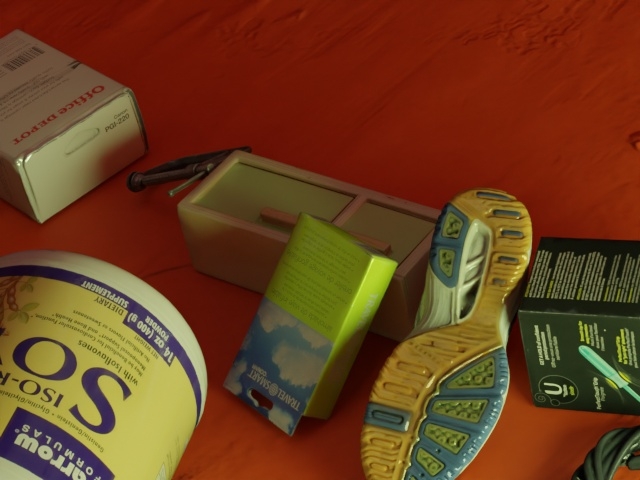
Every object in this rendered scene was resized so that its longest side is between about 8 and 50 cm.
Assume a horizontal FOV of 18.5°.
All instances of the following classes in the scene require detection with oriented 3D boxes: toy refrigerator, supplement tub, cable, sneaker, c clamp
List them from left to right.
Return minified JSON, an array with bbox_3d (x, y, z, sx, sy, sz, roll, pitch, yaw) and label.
[{"bbox_3d":[-0.252,0.194,1.608,0.241,0.241,0.331,3,42,20],"label":"supplement tub"},{"bbox_3d":[-0.144,-0.073,2.017,0.137,0.022,0.160,-27,13,-33],"label":"c clamp"},{"bbox_3d":[0.000,0.000,1.886,0.269,0.094,0.102,19,48,33],"label":"toy refrigerator"},{"bbox_3d":[0.122,0.106,1.723,0.112,0.131,0.296,19,70,13],"label":"sneaker"},{"bbox_3d":[0.289,0.216,1.586,0.150,0.047,0.184,-32,39,-29],"label":"cable"}]

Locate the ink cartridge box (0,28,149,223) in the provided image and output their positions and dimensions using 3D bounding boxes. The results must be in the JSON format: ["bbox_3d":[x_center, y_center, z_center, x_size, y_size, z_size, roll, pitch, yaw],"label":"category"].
[{"bbox_3d":[-0.316,-0.128,2.136,0.158,0.092,0.218,-36,42,-26],"label":"ink cartridge box"}]

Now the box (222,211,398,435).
[{"bbox_3d":[-0.010,0.077,1.773,0.109,0.042,0.178,32,101,42],"label":"box"}]

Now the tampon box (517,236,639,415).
[{"bbox_3d":[0.264,0.075,1.696,0.161,0.120,0.101,3,42,20],"label":"tampon box"}]
